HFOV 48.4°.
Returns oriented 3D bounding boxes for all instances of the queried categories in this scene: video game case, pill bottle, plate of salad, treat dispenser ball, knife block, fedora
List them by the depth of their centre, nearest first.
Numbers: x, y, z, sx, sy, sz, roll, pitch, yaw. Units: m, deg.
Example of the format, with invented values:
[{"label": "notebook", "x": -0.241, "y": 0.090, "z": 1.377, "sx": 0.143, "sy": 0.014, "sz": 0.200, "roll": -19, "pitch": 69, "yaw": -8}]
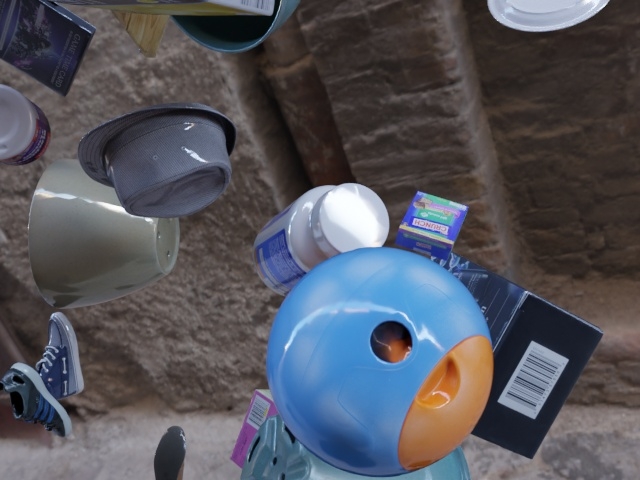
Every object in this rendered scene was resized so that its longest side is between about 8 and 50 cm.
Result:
[{"label": "treat dispenser ball", "x": 0.074, "y": 0.151, "z": 0.909, "sx": 0.288, "sy": 0.288, "sz": 0.288, "roll": -17, "pitch": 24, "yaw": 8}, {"label": "pill bottle", "x": -0.475, "y": -0.170, "z": 1.089, "sx": 0.108, "sy": 0.108, "sz": 0.193, "roll": -24, "pitch": 6, "yaw": -9}, {"label": "pill bottle", "x": 0.000, "y": 0.000, "z": 1.141, "sx": 0.152, "sy": 0.152, "sz": 0.272, "roll": -33, "pitch": 2, "yaw": -26}, {"label": "plate of salad", "x": 0.377, "y": -0.403, "z": 1.167, "sx": 0.199, "sy": 0.048, "sz": 0.200, "roll": -11, "pitch": 53, "yaw": 15}, {"label": "fedora", "x": -0.266, "y": -0.119, "z": 1.233, "sx": 0.275, "sy": 0.244, "sz": 0.124, "roll": -16, "pitch": 64, "yaw": -14}, {"label": "video game case", "x": -0.569, "y": -0.401, "z": 1.313, "sx": 0.196, "sy": 0.274, "sz": 0.026, "roll": -40, "pitch": 25, "yaw": 47}, {"label": "knife block", "x": -0.364, "y": -0.571, "z": 1.583, "sx": 0.242, "sy": 0.276, "sz": 0.088, "roll": -34, "pitch": 62, "yaw": -1}]

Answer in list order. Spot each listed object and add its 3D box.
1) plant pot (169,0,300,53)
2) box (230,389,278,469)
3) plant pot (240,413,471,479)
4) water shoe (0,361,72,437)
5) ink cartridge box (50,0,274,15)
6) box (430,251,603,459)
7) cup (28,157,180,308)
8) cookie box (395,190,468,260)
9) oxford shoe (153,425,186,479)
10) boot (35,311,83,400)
[{"label": "plant pot", "x": -0.131, "y": -0.502, "z": 1.254, "sx": 0.293, "sy": 0.293, "sz": 0.196, "roll": -1, "pitch": 28, "yaw": 37}, {"label": "box", "x": -0.103, "y": 0.543, "z": 2.017, "sx": 0.117, "sy": 0.214, "sz": 0.243, "roll": 24, "pitch": 6, "yaw": 40}, {"label": "plant pot", "x": 0.045, "y": 0.477, "z": 1.338, "sx": 0.334, "sy": 0.341, "sz": 0.341, "roll": 19, "pitch": 10, "yaw": -24}, {"label": "water shoe", "x": -0.588, "y": 0.342, "z": 1.453, "sx": 0.073, "sy": 0.203, "sz": 0.080, "roll": -1, "pitch": 34, "yaw": 36}, {"label": "ink cartridge box", "x": -0.264, "y": -0.344, "z": 0.957, "sx": 0.307, "sy": 0.072, "sz": 0.303, "roll": 4, "pitch": 14, "yaw": 21}, {"label": "box", "x": 0.343, "y": 0.218, "z": 1.520, "sx": 0.293, "sy": 0.212, "sz": 0.395, "roll": -62, "pitch": 19, "yaw": 3}, {"label": "cup", "x": -0.446, "y": -0.011, "z": 1.555, "sx": 0.237, "sy": 0.331, "sz": 0.331, "roll": 2, "pitch": 28, "yaw": 6}, {"label": "cookie box", "x": 0.183, "y": -0.025, "z": 1.165, "sx": 0.092, "sy": 0.040, "sz": 0.107, "roll": 19, "pitch": 44, "yaw": 13}, {"label": "oxford shoe", "x": -0.376, "y": 0.574, "z": 1.785, "sx": 0.076, "sy": 0.212, "sz": 0.076, "roll": 4, "pitch": -16, "yaw": 4}, {"label": "boot", "x": -0.578, "y": 0.256, "z": 1.547, "sx": 0.069, "sy": 0.190, "sz": 0.086, "roll": -6, "pitch": 8, "yaw": 41}]
